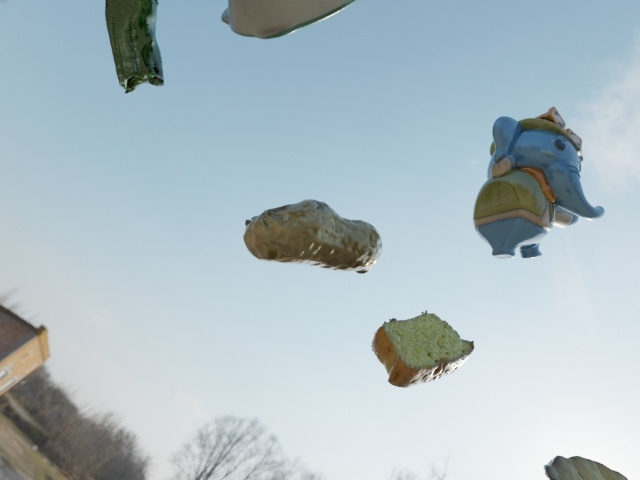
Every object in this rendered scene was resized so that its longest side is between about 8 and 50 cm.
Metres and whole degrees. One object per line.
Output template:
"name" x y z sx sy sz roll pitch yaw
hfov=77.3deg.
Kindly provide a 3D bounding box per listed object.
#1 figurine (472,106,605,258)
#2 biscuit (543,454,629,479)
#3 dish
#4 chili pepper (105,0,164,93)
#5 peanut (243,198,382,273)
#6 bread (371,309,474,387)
"figurine" 0.343 -0.082 0.647 0.180 0.262 0.154 12 -17 1
"biscuit" 0.381 0.361 0.511 0.183 0.118 0.061 45 -49 43
"dish" -0.024 -0.329 0.465 0.224 0.246 0.078 2 -39 26
"chili pepper" -0.343 -0.387 0.742 0.061 0.098 0.224 -124 -141 -53
"peanut" 0.000 0.000 0.548 0.214 0.099 0.099 17 -29 -29
"bread" 0.166 0.176 0.654 0.103 0.187 0.065 47 -52 37
